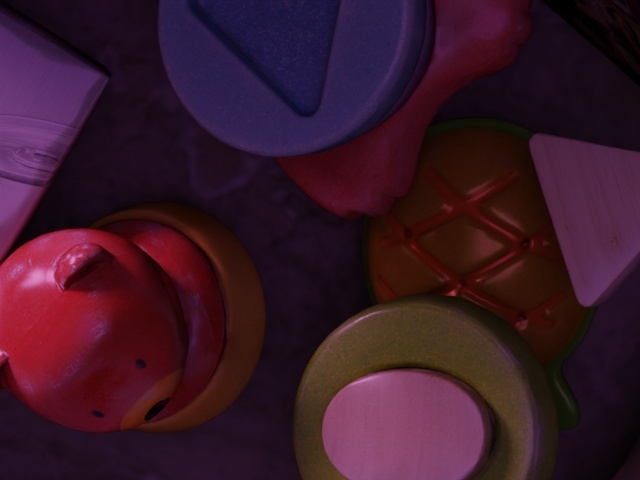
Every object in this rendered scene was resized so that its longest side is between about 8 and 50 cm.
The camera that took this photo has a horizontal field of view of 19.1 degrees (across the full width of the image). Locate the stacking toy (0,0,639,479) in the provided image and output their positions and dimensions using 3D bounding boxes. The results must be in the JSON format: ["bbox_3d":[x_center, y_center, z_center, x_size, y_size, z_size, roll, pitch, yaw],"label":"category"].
[{"bbox_3d":[0.000,0.000,0.884,0.279,0.130,0.309,34,102,21],"label":"stacking toy"}]

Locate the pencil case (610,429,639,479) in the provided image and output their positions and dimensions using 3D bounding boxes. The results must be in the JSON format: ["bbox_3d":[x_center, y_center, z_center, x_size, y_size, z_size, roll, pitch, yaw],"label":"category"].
[{"bbox_3d":[0.261,0.095,0.961,0.160,0.183,0.410,30,92,-31],"label":"pencil case"}]

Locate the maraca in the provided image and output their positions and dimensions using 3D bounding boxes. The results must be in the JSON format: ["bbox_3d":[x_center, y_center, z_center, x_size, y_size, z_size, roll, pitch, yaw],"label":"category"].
[{"bbox_3d":[0.083,0.027,0.983,0.127,0.099,0.185,5,109,20],"label":"maraca"}]

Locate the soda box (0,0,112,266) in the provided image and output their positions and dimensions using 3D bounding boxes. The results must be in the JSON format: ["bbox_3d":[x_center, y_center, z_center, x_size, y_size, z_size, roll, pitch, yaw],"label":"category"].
[{"bbox_3d":[-0.217,0.013,0.956,0.098,0.091,0.286,32,92,-8],"label":"soda box"}]

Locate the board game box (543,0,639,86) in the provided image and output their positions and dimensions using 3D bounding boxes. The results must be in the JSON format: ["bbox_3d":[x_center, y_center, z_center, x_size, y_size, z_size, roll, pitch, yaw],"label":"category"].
[{"bbox_3d":[0.156,-0.111,0.885,0.042,0.165,0.243,-43,60,0],"label":"board game box"}]
